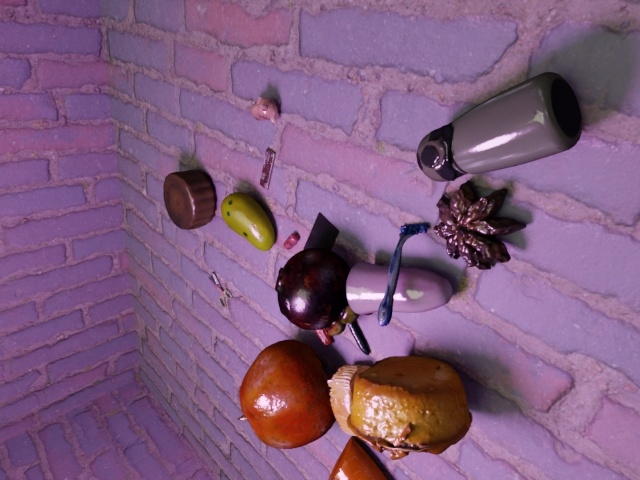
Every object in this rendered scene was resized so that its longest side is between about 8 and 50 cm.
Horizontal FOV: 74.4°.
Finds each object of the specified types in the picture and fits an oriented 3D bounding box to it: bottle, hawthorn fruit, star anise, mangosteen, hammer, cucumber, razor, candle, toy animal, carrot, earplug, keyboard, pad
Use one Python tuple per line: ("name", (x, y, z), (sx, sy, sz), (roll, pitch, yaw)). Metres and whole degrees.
("bottle", (0.381, -0.233, 0.964), (0.347, 0.169, 0.168), (-16, 93, 51))
("hawthorn fruit", (-0.145, 0.604, 1.648), (0.403, 0.403, 0.401), (19, 118, 41))
("star anise", (0.386, -0.033, 1.081), (0.236, 0.109, 0.222), (24, 117, 41))
("mangosteen", (-0.003, 0.171, 1.448), (0.311, 0.311, 0.310), (19, 118, 41))
("hammer", (-0.116, 0.005, 1.670), (0.043, 0.043, 0.083), (57, 135, 14))
("cucumber", (0.142, 0.359, 1.537), (0.032, 0.032, 0.132), (-34, 81, 47))
("razor", (0.213, 0.085, 1.189), (0.093, 0.056, 0.323), (-2, 58, 48))
("candle", (-0.051, 0.278, 1.696), (0.051, 0.048, 0.329), (-42, 74, 37))
("toy animal", (-0.207, -0.476, 1.556), (0.150, 0.084, 0.089), (22, 99, 59))
("carrot", (0.160, 0.955, 1.613), (0.331, 0.214, 0.193), (45, 134, 21))
("earplug", (0.246, 0.147, 1.262), (0.302, 0.173, 0.172), (-3, 102, 42))
("keyboard", (-0.213, -0.282, 1.680), (0.055, 0.017, 0.165), (40, 130, 30))
("pad", (0.000, 0.000, 1.571), (0.116, 0.004, 0.193), (45, 132, 26))

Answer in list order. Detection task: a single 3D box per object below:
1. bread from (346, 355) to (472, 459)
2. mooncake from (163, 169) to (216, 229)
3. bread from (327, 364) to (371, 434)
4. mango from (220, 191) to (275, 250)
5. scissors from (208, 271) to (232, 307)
("bread", (0.250, 0.463, 1.223), (0.337, 0.358, 0.203), (-7, 90, 32))
("mooncake", (-0.631, -0.198, 2.047), (0.291, 0.161, 0.289), (19, 119, 39))
("bread", (0.128, 0.577, 1.525), (0.133, 0.179, 0.249), (-16, 92, 52))
("mango", (-0.299, -0.081, 1.763), (0.293, 0.143, 0.175), (48, 136, 11))
("scissors", (-0.531, 0.253, 2.215), (0.187, 0.020, 0.133), (54, 133, 15))
